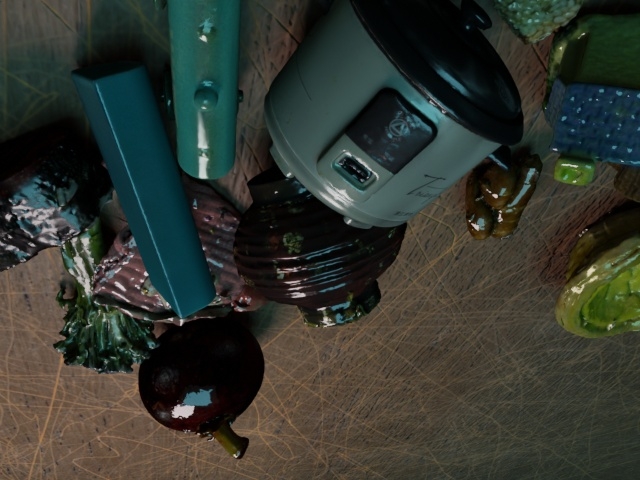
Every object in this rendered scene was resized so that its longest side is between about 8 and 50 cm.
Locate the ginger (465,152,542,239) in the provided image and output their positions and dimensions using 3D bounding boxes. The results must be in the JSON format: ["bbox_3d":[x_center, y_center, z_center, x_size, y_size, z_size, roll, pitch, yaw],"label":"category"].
[{"bbox_3d":[0.271,-0.068,0.818,0.103,0.073,0.162,-9,134,-22],"label":"ginger"}]

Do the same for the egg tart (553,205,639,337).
[{"bbox_3d":[0.584,0.045,0.955,0.346,0.132,0.345,-5,139,-4],"label":"egg tart"}]

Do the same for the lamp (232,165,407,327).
[{"bbox_3d":[0.000,0.000,0.720,0.247,0.246,0.246,-6,139,-5],"label":"lamp"}]

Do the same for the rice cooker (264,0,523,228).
[{"bbox_3d":[0.081,-0.154,0.555,0.281,0.241,0.227,40,126,-10],"label":"rice cooker"}]

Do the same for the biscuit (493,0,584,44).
[{"bbox_3d":[0.214,-0.286,0.558,0.082,0.070,0.169,-24,141,37],"label":"biscuit"}]

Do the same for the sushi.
[{"bbox_3d":[-0.378,-0.048,0.663,0.225,0.136,0.126,-16,130,14],"label":"sushi"}]

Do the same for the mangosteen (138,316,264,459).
[{"bbox_3d":[-0.205,0.277,0.962,0.236,0.261,0.235,-22,152,-12],"label":"mangosteen"}]

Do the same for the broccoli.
[{"bbox_3d":[-0.352,0.077,0.826,0.165,0.145,0.303,-5,126,-12],"label":"broccoli"}]

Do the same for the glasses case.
[{"bbox_3d":[-0.206,-0.059,0.641,0.070,0.117,0.300,-28,124,-26],"label":"glasses case"}]

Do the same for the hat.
[{"bbox_3d":[-0.180,0.044,0.818,0.236,0.107,0.286,-50,133,11],"label":"hat"}]

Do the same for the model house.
[{"bbox_3d":[0.363,-0.131,0.624,0.214,0.189,0.195,16,150,16],"label":"model house"}]

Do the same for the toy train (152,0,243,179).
[{"bbox_3d":[-0.124,-0.183,0.545,0.101,0.159,0.248,-4,137,-14],"label":"toy train"}]
